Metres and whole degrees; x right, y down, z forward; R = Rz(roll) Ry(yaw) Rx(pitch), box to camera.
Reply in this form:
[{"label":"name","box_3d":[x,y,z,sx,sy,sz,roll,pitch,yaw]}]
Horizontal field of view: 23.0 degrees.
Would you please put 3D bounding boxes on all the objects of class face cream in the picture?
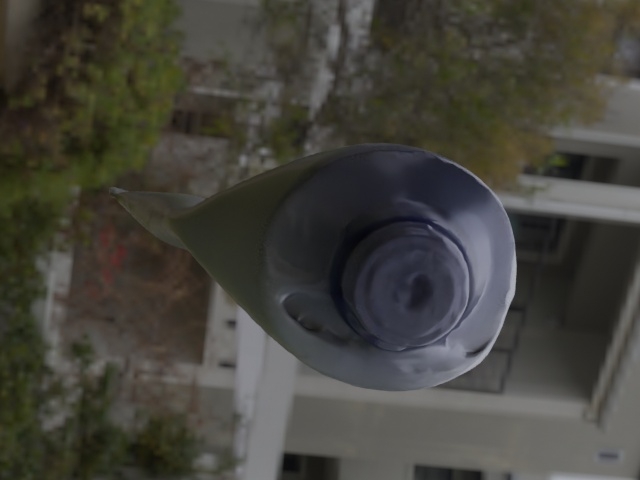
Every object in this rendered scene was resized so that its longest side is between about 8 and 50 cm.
[{"label":"face cream","box_3d":[0.000,0.000,1.018,0.420,0.235,0.137,-157,-102,-75]}]
